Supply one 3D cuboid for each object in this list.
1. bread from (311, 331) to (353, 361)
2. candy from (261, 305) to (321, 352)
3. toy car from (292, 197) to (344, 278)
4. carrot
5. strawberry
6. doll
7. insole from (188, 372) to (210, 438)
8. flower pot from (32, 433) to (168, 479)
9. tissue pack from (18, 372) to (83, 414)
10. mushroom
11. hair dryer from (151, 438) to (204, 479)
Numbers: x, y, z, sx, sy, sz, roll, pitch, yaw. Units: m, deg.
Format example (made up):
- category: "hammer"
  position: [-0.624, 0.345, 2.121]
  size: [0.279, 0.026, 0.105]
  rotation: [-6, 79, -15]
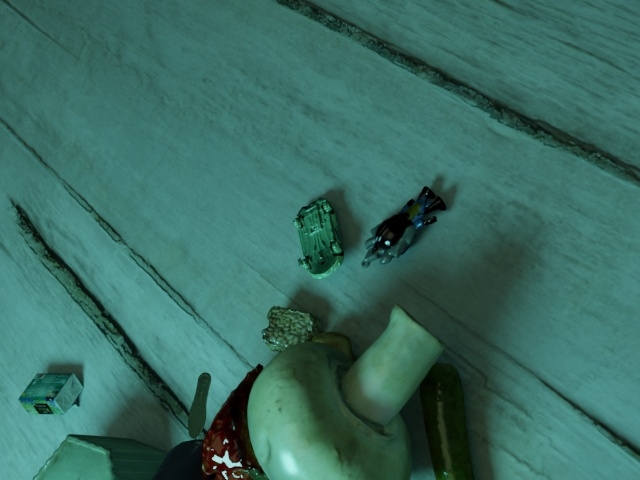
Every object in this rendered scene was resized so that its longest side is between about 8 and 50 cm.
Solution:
- category: "bread"
  position: [0.020, 0.229, 1.424]
  size: [0.082, 0.056, 0.115]
  rotation: [-5, 85, 2]
- category: "candy"
  position: [-0.057, 0.179, 1.470]
  size: [0.110, 0.085, 0.095]
  rotation: [6, 70, 20]
- category: "toy car"
  position: [0.000, 0.000, 1.512]
  size: [0.093, 0.058, 0.186]
  rotation: [-27, 51, 19]
- category: "carrot"
  position: [0.223, 0.381, 1.258]
  size: [0.074, 0.074, 0.359]
  rotation: [-16, 69, 23]
- category: "strawberry"
  position: [-0.125, 0.368, 1.349]
  size: [0.150, 0.253, 0.280]
  rotation: [-44, 57, 18]
- category: "doll"
  position: [0.148, -0.019, 1.433]
  size: [0.195, 0.070, 0.096]
  rotation: [-43, 43, 1]
- category: "insole"
  position: [-0.249, 0.340, 1.565]
  size: [0.045, 0.002, 0.135]
  rotation: [3, 74, 29]
- category: "flower pot"
  position: [-0.421, 0.502, 1.494]
  size: [0.209, 0.189, 0.239]
  rotation: [-23, 63, 20]
- category: "tissue pack"
  position: [-0.602, 0.353, 1.714]
  size: [0.111, 0.079, 0.085]
  rotation: [-6, 35, 25]
- category: "mushroom"
  position: [0.028, 0.281, 1.256]
  size: [0.315, 0.315, 0.356]
  rotation: [1, 62, 29]
- category: "hair dryer"
  position: [-0.159, 0.513, 1.340]
  size: [0.361, 0.301, 0.121]
  rotation: [43, 96, 7]
